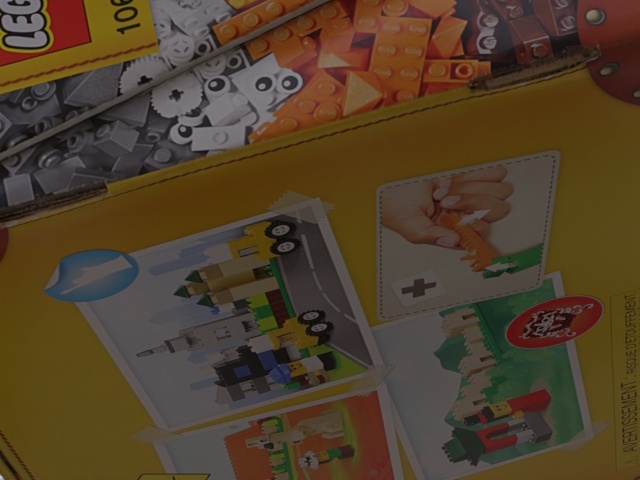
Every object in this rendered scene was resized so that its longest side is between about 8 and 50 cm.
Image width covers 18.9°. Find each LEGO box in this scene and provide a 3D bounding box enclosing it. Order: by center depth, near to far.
[{"bbox_3d":[0.000,0.000,1.004,0.372,0.193,0.500,-15,-31,1],"label":"LEGO box"}]

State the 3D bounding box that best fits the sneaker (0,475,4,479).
[{"bbox_3d":[-0.220,0.257,1.283,0.083,0.224,0.098,30,-12,-35],"label":"sneaker"}]
